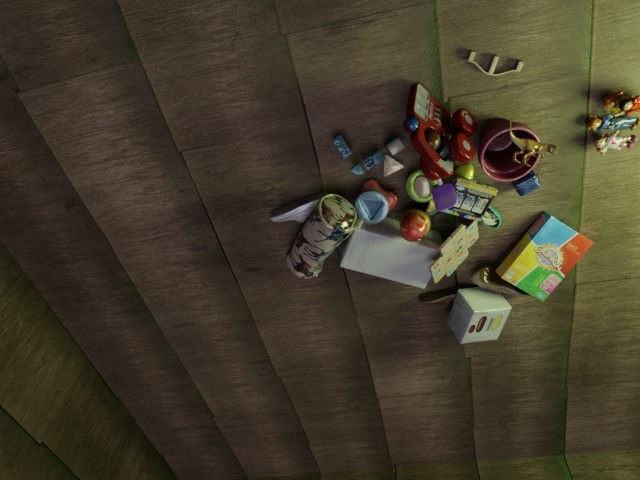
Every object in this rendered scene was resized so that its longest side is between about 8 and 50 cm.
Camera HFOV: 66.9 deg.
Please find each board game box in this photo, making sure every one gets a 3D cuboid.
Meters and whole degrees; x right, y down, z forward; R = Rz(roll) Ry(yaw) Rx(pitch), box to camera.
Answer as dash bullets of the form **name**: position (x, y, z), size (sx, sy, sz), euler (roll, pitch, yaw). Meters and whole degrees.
- **board game box**: position (0.922, 0.070, 2.003), size (0.242, 0.064, 0.317), euler (27, 109, -15)
- **board game box**: position (0.549, -0.157, 1.812), size (0.170, 0.048, 0.141), euler (14, 120, -12)

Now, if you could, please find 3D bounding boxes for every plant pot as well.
- **plant pot**: position (0.646, -0.336, 1.705), size (0.201, 0.180, 0.202), euler (2, 125, 3)

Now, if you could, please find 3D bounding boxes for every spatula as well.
- **spatula**: position (0.421, -0.256, 1.768), size (0.084, 0.030, 0.297), euler (-19, 85, 20)

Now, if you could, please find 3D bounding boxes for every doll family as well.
- **doll family**: position (1.027, -0.426, 1.675), size (0.163, 0.119, 0.263), euler (-1, 144, -3)

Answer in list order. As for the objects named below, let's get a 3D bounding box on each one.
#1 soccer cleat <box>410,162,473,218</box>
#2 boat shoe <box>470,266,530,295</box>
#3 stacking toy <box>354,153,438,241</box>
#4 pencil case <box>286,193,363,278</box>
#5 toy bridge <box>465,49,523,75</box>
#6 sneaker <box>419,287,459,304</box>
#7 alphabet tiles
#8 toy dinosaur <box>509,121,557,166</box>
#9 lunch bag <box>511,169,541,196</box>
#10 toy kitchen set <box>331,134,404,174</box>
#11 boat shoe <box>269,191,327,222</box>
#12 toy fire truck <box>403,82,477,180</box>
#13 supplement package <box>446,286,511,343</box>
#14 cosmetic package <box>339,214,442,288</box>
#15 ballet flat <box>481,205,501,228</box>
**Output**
- **soccer cleat**: position (0.467, -0.190, 1.866), size (0.121, 0.094, 0.289), euler (19, 129, -32)
- **boat shoe**: position (0.804, 0.182, 2.122), size (0.302, 0.109, 0.098), euler (11, 163, -18)
- **stacking toy**: position (0.295, -0.153, 1.828), size (0.308, 0.130, 0.280), euler (25, 116, 8)
- **pencil case**: position (0.000, 0.000, 1.945), size (0.183, 0.160, 0.410), euler (39, 139, 3)
- **toy bridge**: position (0.577, -0.589, 1.624), size (0.188, 0.026, 0.063), euler (10, 127, -3)
- **sneaker**: position (0.549, 0.272, 2.215), size (0.188, 0.066, 0.071), euler (-14, 124, 14)
- **alphabet tiles**: position (0.542, 0.044, 1.960), size (0.278, 0.021, 0.284), euler (-46, 149, -7)
- **toy dinosaur**: position (0.669, -0.309, 1.586), size (0.211, 0.064, 0.112), euler (13, 107, -17)
- **lunch bag**: position (0.785, -0.225, 1.844), size (0.098, 0.067, 0.065), euler (-32, 118, 22)
- **toy kitchen set**: position (0.170, -0.350, 1.758), size (0.207, 0.122, 0.166), euler (-33, 99, 9)
- **boat shoe**: position (-0.079, -0.113, 1.966), size (0.258, 0.095, 0.084), euler (-17, 118, 17)
- **toy fire truck**: position (0.381, -0.366, 1.641), size (0.253, 0.302, 0.169), euler (32, 143, -22)
- **supplement package**: position (0.706, 0.333, 2.169), size (0.194, 0.149, 0.203), euler (-4, 127, -15)
- **cosmetic package**: position (0.292, 0.037, 2.013), size (0.384, 0.156, 0.217), euler (16, 125, -9)
- **ballet flat**: position (0.626, -0.126, 1.913), size (0.247, 0.087, 0.083), euler (32, 122, -18)
